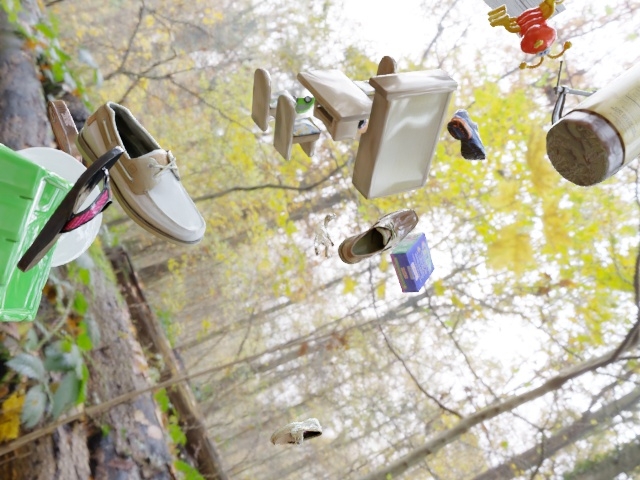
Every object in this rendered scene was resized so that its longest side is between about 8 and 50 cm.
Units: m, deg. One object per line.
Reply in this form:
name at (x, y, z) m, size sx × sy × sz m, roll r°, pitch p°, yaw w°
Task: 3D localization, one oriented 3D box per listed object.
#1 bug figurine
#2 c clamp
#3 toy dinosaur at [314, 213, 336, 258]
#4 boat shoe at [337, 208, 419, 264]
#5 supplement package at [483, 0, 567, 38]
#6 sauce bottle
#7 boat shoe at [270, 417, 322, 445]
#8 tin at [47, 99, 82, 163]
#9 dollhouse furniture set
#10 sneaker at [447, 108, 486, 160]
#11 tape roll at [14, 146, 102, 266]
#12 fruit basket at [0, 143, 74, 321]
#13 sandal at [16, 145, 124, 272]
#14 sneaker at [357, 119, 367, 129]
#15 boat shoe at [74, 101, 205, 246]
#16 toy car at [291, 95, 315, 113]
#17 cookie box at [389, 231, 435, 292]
bug figurine at (0.347, -0.321, 0.725) m, size 0.072 × 0.279 × 0.216 m, roll 50°, pitch 35°, yaw -35°
c clamp at (0.539, -0.292, 1.267) m, size 0.022 × 0.161 × 0.137 m, roll 30°, pitch -69°, yaw 53°
toy dinosaur at (0.000, 0.000, 1.551) m, size 0.183 × 0.053 × 0.092 m, roll -65°, pitch 147°, yaw -53°
boat shoe at (0.218, -0.011, 2.128) m, size 0.122 × 0.324 × 0.120 m, roll 60°, pitch -16°, yaw -3°
supplement package at (0.506, -0.702, 1.589) m, size 0.145 × 0.262 × 0.203 m, roll -28°, pitch -116°, yaw 33°
sauce bottle at (0.479, -0.203, 0.880) m, size 0.111 × 0.344 × 0.111 m, roll 46°, pitch -24°, yaw 27°
boat shoe at (-0.056, 0.476, 1.475) m, size 0.045 × 0.135 × 0.050 m, roll 47°, pitch -41°, yaw 44°
tin at (-0.655, -0.276, 1.543) m, size 0.189 × 0.040 × 0.106 m, roll 61°, pitch -37°, yaw 19°
dollhouse furniture set at (0.089, -0.317, 1.345) m, size 0.394 × 0.362 × 0.256 m, roll 54°, pitch -34°, yaw 39°
sneaker at (0.488, -0.338, 1.947) m, size 0.083 × 0.087 × 0.221 m, roll 4°, pitch -31°, yaw 39°
tape roll at (-0.674, -0.078, 1.431) m, size 0.100 × 0.286 × 0.286 m, roll 1°, pitch -67°, yaw 42°
fruit basket at (-0.705, -0.028, 1.153) m, size 0.283 × 0.392 × 0.391 m, roll 94°, pitch -27°, yaw -82°
sandal at (-0.274, -0.030, 0.685) m, size 0.040 × 0.179 × 0.067 m, roll 37°, pitch 2°, yaw -8°
sneaker at (0.122, -0.383, 1.758) m, size 0.057 × 0.047 × 0.119 m, roll 69°, pitch 37°, yaw -70°
boat shoe at (-0.313, -0.119, 1.081) m, size 0.302 × 0.113 × 0.103 m, roll 44°, pitch -61°, yaw 2°
toy car at (-0.003, -0.416, 1.842) m, size 0.239 × 0.225 × 0.053 m, roll -148°, pitch -127°, yaw -78°
cookie box at (0.191, 0.044, 1.236) m, size 0.040 × 0.107 × 0.091 m, roll -8°, pitch -70°, yaw 33°
